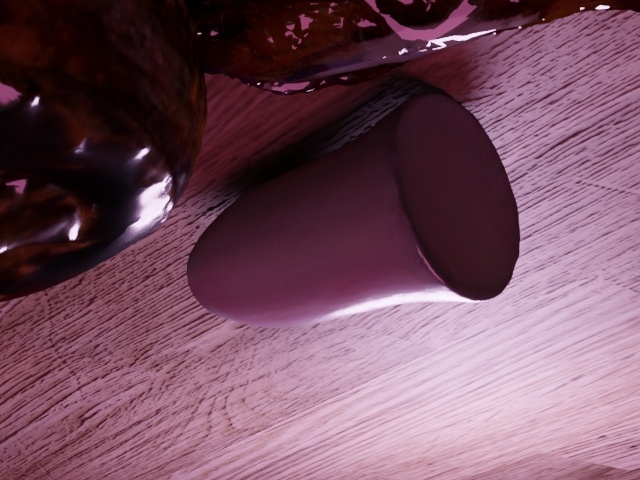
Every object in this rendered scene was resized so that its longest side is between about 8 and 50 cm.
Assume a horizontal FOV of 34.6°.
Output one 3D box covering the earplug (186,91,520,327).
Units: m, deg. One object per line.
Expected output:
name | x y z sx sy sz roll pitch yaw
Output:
earplug | 0.000 0.000 0.899 0.301 0.172 0.172 -18 149 39

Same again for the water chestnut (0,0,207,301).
water chestnut | -0.236 -0.069 0.566 0.350 0.302 0.350 -6 155 -3

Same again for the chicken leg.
chicken leg | 0.103 -0.159 0.665 0.406 0.096 0.158 -6 156 -1
